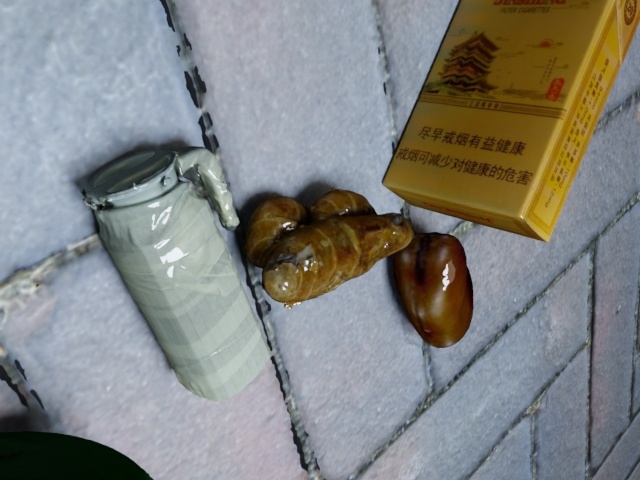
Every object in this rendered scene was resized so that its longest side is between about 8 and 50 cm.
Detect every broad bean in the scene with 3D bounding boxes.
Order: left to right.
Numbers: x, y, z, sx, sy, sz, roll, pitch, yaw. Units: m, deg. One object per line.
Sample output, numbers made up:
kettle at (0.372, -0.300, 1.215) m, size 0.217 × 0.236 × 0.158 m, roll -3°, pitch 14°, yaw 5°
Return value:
broad bean at (0.140, 0.060, 0.735) m, size 0.114 × 0.085 × 0.165 m, roll -59°, pitch 141°, yaw -18°

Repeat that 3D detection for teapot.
teapot at (-0.097, 0.020, 0.494) m, size 0.107 × 0.077 × 0.200 m, roll -41°, pitch 129°, yaw -32°

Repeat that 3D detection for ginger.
ginger at (0.000, 0.000, 0.569) m, size 0.162 × 0.103 × 0.073 m, roll -18°, pitch 139°, yaw -33°

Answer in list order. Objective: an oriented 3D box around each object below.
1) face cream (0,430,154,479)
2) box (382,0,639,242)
face cream at (-0.205, 0.326, 0.383) m, size 0.313 × 0.220 × 0.356 m, roll -22°, pitch 122°, yaw -57°
box at (0.199, -0.152, 0.650) m, size 0.076 × 0.174 × 0.273 m, roll 27°, pitch 85°, yaw -47°
